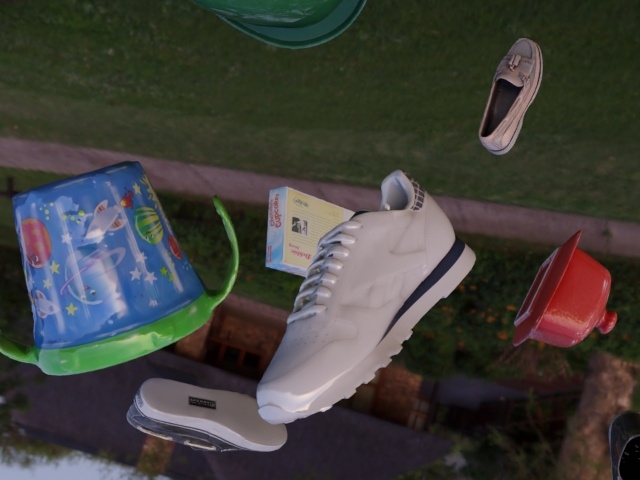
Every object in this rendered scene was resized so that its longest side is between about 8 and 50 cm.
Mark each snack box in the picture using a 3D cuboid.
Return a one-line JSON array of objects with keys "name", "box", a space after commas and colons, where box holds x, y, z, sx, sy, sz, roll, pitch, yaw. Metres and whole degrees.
[{"name": "snack box", "box": [0.000, 0.000, 1.955, 0.060, 0.187, 0.322, -10, 161, 39]}]

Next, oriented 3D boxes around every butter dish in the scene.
[{"name": "butter dish", "box": [0.351, 0.089, 1.109, 0.118, 0.160, 0.160, 27, 167, 10]}]

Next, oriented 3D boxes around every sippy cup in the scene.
[{"name": "sippy cup", "box": [-0.278, 0.023, 1.026, 0.305, 0.224, 0.240, -24, -166, -40]}]

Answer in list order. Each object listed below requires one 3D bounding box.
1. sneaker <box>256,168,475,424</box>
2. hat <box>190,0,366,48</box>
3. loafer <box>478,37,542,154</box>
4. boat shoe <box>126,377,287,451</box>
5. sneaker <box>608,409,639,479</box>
[{"name": "sneaker", "box": [0.021, 0.040, 0.597, 0.090, 0.235, 0.095, -18, 110, 47]}, {"name": "hat", "box": [-0.087, -0.191, 0.567, 0.208, 0.183, 0.173, 35, 136, -1]}, {"name": "loafer", "box": [0.195, -0.152, 0.828, 0.045, 0.125, 0.039, 16, 178, 39]}, {"name": "boat shoe", "box": [-0.154, 0.248, 1.097, 0.219, 0.078, 0.070, 22, 125, -19]}, {"name": "sneaker", "box": [0.422, 0.346, 1.056, 0.083, 0.222, 0.118, -13, 179, 19]}]
